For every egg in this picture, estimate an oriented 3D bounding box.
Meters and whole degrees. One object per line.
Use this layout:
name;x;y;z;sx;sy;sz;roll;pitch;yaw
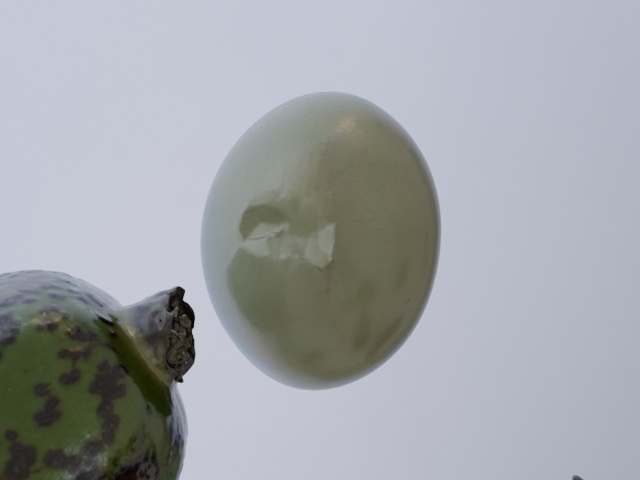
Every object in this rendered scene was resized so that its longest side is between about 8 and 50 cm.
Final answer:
egg;0.000;0.000;0.877;0.219;0.219;0.269;15;-102;-50

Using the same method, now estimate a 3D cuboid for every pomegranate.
pomegranate;-0.206;0.130;0.727;0.270;0.254;0.254;-33;-45;4

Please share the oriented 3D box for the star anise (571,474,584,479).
star anise;0.287;0.352;0.940;0.109;0.236;0.223;-89;6;-66
